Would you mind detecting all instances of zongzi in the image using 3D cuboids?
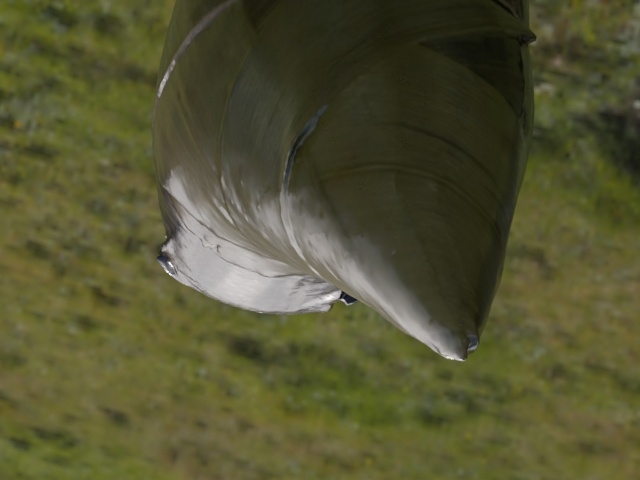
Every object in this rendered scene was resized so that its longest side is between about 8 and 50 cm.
[{"bbox_3d":[0.000,0.000,0.728,0.154,0.318,0.289,7,139,-9],"label":"zongzi"}]
